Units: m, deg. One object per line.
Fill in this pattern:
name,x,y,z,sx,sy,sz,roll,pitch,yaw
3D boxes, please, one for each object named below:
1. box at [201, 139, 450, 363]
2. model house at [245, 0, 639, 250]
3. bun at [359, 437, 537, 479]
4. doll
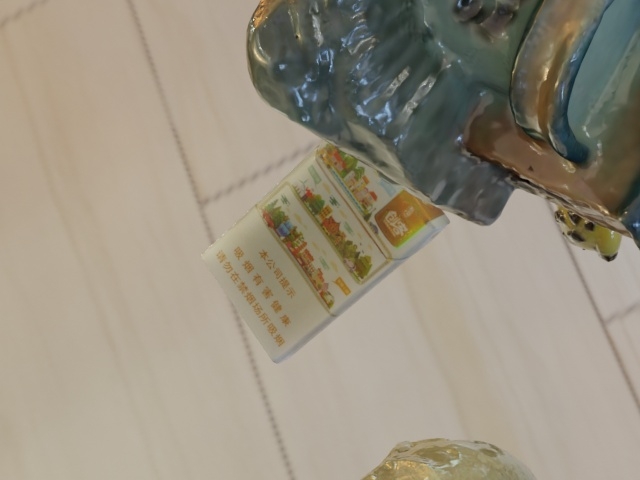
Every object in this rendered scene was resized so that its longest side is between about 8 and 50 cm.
box,0.000,0.000,1.574,0.220,0.032,0.122,-42,79,36
model house,0.175,-0.104,0.874,0.325,0.194,0.267,29,91,29
bun,0.059,0.222,1.432,0.222,0.222,0.127,-35,61,9
doll,0.286,-0.056,1.852,0.086,0.291,0.117,-21,77,-9
